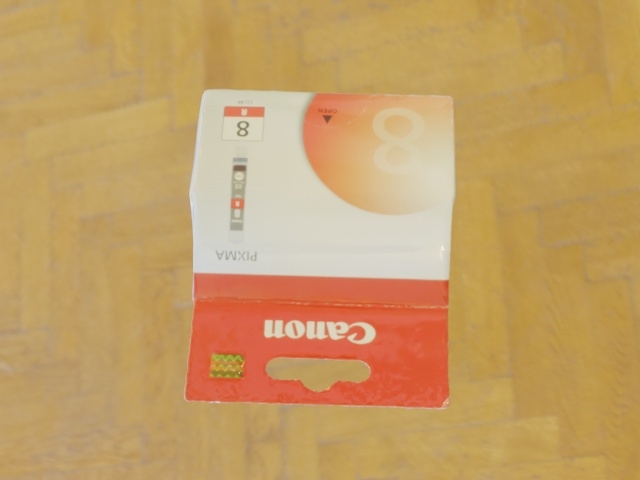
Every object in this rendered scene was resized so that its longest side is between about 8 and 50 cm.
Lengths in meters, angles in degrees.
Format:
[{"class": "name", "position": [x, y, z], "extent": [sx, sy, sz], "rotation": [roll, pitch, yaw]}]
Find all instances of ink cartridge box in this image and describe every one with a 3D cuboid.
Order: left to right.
[{"class": "ink cartridge box", "position": [0.000, 0.000, 0.758], "extent": [0.145, 0.045, 0.179], "rotation": [2, 58, 1]}]
